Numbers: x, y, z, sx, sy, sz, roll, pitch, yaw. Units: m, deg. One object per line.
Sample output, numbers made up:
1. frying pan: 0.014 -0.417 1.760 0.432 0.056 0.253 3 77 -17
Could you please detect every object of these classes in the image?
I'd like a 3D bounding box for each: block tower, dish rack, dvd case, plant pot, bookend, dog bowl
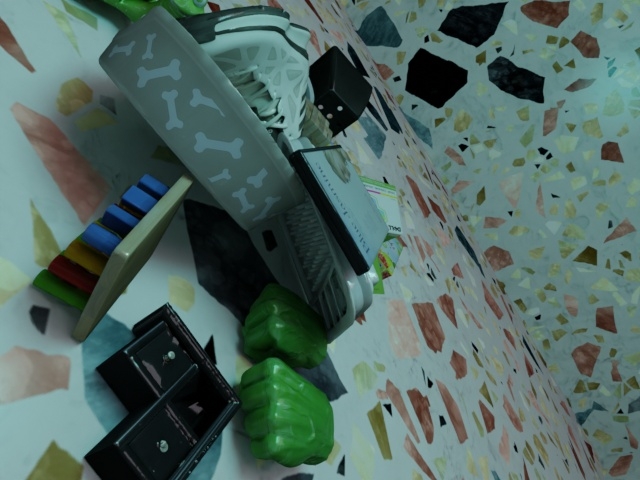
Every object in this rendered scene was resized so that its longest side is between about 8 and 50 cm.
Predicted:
1. block tower: -0.108 -0.372 1.115 0.335 0.097 0.091 46 31 -27
2. dish rack: 0.000 0.000 0.766 0.286 0.072 0.333 111 -41 -67
3. dvd case: 0.042 -0.063 0.663 0.181 0.022 0.253 60 20 -5
4. plant pot: 0.031 -0.422 1.296 0.188 0.187 0.167 37 40 -32
5. bookend: -0.190 0.178 0.472 0.157 0.072 0.156 56 28 -5
6. dog bowl: -0.171 -0.159 0.635 0.349 0.102 0.349 48 -5 6

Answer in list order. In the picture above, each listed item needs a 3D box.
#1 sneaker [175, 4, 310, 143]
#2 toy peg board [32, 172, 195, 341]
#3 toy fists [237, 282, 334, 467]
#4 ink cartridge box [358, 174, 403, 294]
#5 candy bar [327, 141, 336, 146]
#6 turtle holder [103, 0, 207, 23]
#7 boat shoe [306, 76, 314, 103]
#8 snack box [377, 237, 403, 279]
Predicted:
1. sneaker: -0.114 -0.296 0.856 0.447 0.168 0.258 -44 132 -63
2. toy peg board: -0.238 -0.001 0.491 0.079 0.161 0.161 33 35 -13
3. toy fists: -0.059 0.191 0.654 0.142 0.096 0.279 49 27 -40
4. ink cartridge box: 0.100 -0.012 1.009 0.188 0.097 0.256 8 66 -37
5. candy bar: 0.010 -0.297 1.312 0.161 0.018 0.040 8 57 -57
6. turtle holder: -0.346 -0.527 0.731 0.243 0.227 0.321 9 55 -56
7. boat shoe: -0.096 -0.496 1.231 0.104 0.113 0.306 -20 69 -52
8. snack box: 0.130 -0.013 1.177 0.207 0.070 0.174 56 30 -9
